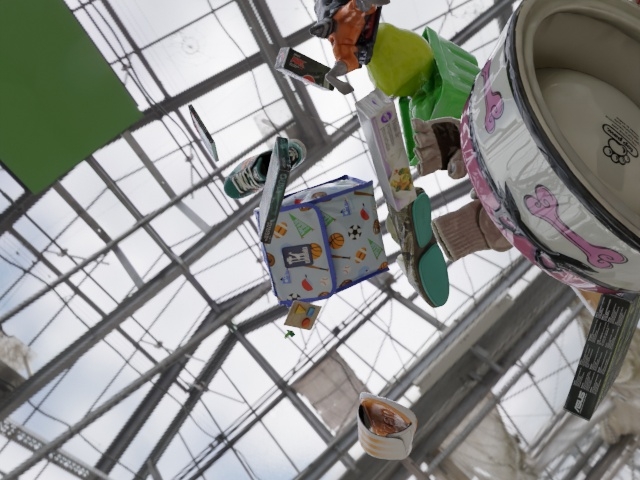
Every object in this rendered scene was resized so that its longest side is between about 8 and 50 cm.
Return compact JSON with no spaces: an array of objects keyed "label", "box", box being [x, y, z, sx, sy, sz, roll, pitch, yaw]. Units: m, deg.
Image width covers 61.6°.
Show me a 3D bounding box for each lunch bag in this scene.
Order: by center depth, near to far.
[{"label":"lunch bag","box":[0.000,0.000,1.704,0.385,0.239,0.328,-19,-73,-23]}]

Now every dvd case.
[{"label":"dvd case","box":[-0.275,-0.252,1.266,0.013,0.120,0.087,-28,-17,-13]}]

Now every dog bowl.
[{"label":"dog bowl","box":[0.356,-0.114,0.670,0.407,0.408,0.150,-15,-17,-30]}]

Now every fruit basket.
[{"label":"fruit basket","box":[0.245,-0.408,1.419,0.391,0.392,0.283,-15,-38,-30]}]

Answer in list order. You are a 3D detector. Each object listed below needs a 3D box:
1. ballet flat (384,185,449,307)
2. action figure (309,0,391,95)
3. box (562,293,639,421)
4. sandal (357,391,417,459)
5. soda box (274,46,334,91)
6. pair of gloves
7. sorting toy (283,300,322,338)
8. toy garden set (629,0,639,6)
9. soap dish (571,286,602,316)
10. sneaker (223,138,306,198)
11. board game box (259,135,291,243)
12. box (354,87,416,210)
[{"label":"ballet flat","box":[0.326,0.017,1.872,0.164,0.182,0.483,-39,-56,-30]},{"label":"action figure","box":[0.056,-0.512,1.135,0.178,0.330,0.342,2,-54,-8]},{"label":"box","box":[0.432,0.147,0.800,0.184,0.045,0.191,-13,-62,-47]},{"label":"sandal","box":[0.121,0.367,0.980,0.076,0.101,0.265,-60,-30,-34]},{"label":"soda box","box":[-0.034,-0.454,1.433,0.168,0.053,0.060,14,-84,-34]},{"label":"pair of gloves","box":[0.245,-0.093,0.861,0.204,0.042,0.240,-10,-102,-32]},{"label":"sorting toy","box":[-0.037,0.152,0.999,0.062,0.012,0.083,13,-67,-25]},{"label":"toy garden set","box":[0.763,-0.508,1.185,0.244,0.203,0.049,-3,-85,-74]},{"label":"soap dish","box":[0.762,0.074,1.315,0.290,0.229,0.118,-6,-49,-9]},{"label":"sneaker","box":[-0.187,-0.205,1.598,0.302,0.121,0.108,-28,-81,26]},{"label":"board game box","box":[-0.096,-0.102,1.108,0.026,0.126,0.186,8,-50,-14]},{"label":"box","box":[0.151,-0.188,1.191,0.063,0.067,0.324,-35,-37,-5]}]
